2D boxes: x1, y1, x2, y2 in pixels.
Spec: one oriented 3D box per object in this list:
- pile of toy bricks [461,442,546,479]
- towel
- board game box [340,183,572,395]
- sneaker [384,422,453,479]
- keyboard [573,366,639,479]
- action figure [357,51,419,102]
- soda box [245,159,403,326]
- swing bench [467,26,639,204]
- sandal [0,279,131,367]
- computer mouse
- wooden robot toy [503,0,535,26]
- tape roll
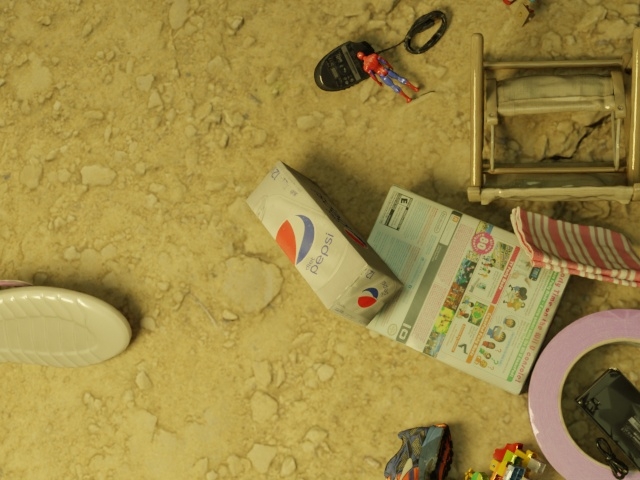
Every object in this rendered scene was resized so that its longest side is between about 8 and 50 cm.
[{"bbox_3d":[0.232,0.394,1.425,0.105,0.118,0.212,26,96,47],"label":"pile of toy bricks"},{"bbox_3d":[0.382,0.010,1.406,0.196,0.144,0.029,11,118,-9],"label":"towel"},{"bbox_3d":[0.208,0.075,1.478,0.303,0.097,0.224,24,87,16],"label":"board game box"},{"bbox_3d":[0.132,0.368,1.425,0.087,0.083,0.221,-1,40,28],"label":"sneaker"},{"bbox_3d":[0.434,0.277,1.344,0.108,0.023,0.180,-41,74,-4],"label":"keyboard"},{"bbox_3d":[0.107,-0.271,1.574,0.115,0.030,0.038,37,93,-13],"label":"action figure"},{"bbox_3d":[0.000,0.000,1.467,0.091,0.098,0.286,-49,47,11],"label":"soda box"},{"bbox_3d":[0.354,-0.175,1.460,0.253,0.165,0.255,1,86,11],"label":"swing bench"},{"bbox_3d":[-0.513,0.125,1.611,0.415,0.169,0.102,-3,40,12],"label":"sandal"},{"bbox_3d":[0.100,-0.316,1.600,0.242,0.041,0.071,-24,100,-1],"label":"computer mouse"},{"bbox_3d":[0.342,-0.428,1.565,0.079,0.076,0.173,-3,77,-25],"label":"wooden robot toy"},{"bbox_3d":[0.443,0.240,1.405,0.274,0.090,0.275,-2,81,11],"label":"tape roll"}]
